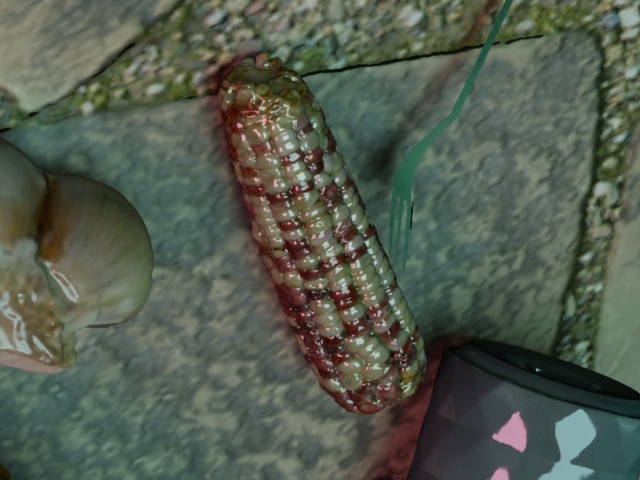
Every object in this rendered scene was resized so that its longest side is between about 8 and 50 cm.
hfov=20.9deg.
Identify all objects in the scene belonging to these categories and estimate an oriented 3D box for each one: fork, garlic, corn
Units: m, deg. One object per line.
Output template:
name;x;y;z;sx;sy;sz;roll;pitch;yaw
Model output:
fork;0.085;-0.093;1.069;0.235;0.021;0.039;-66;157;-9
garlic;-0.173;0.006;0.949;0.174;0.099;0.124;14;83;-35
corn;0.000;0.000;1.040;0.079;0.079;0.237;-30;120;-15

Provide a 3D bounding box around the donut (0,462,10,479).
donut;-0.284;0.237;0.947;0.330;0.160;0.330;-19;123;-32

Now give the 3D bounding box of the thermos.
thermos;0.113;0.216;1.143;0.145;0.182;0.286;18;97;11
